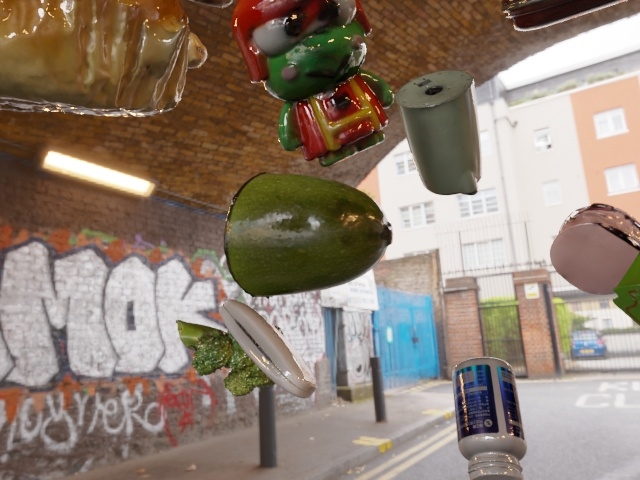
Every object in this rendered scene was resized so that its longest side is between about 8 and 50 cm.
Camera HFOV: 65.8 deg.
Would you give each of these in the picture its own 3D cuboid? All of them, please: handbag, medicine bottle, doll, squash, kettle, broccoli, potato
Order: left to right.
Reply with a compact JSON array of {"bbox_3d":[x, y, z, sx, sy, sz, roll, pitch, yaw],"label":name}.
[{"bbox_3d":[-0.469,-0.662,1.720,0.178,0.109,0.118,18,-40,35],"label":"potato"},{"bbox_3d":[-0.226,0.292,1.222,0.303,0.185,0.254,-2,-3,-3],"label":"broccoli"},{"bbox_3d":[-0.025,-0.284,0.682,0.183,0.362,0.160,-25,21,-4],"label":"doll"},{"bbox_3d":[-0.004,-0.004,1.110,0.309,0.309,0.310,3,-7,35],"label":"squash"},{"bbox_3d":[0.273,-0.250,1.148,0.165,0.240,0.255,-29,-53,-4],"label":"kettle"},{"bbox_3d":[0.280,0.301,0.821,0.107,0.191,0.106,4,-41,4],"label":"medicine bottle"},{"bbox_3d":[0.645,0.018,1.145,0.179,0.205,0.116,-59,-6,37],"label":"handbag"}]

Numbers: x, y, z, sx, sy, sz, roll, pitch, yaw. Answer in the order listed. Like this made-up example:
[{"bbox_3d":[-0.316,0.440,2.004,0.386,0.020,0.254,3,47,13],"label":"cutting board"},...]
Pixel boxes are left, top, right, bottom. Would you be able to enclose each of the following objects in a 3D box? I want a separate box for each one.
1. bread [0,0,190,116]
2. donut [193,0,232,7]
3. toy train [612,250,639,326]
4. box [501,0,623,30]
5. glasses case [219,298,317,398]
[{"bbox_3d":[-0.351,-0.241,0.556,0.389,0.182,0.236,1,11,-22],"label":"bread"},{"bbox_3d":[-0.330,-0.697,1.316,0.227,0.113,0.226,10,26,-5],"label":"donut"},{"bbox_3d":[0.698,0.112,0.871,0.307,0.173,0.249,41,-15,0],"label":"toy train"},{"bbox_3d":[0.519,-0.473,0.837,0.404,0.108,0.263,-6,26,39],"label":"box"},{"bbox_3d":[-0.093,0.181,0.851,0.233,0.059,0.092,38,-1,37],"label":"glasses case"}]
